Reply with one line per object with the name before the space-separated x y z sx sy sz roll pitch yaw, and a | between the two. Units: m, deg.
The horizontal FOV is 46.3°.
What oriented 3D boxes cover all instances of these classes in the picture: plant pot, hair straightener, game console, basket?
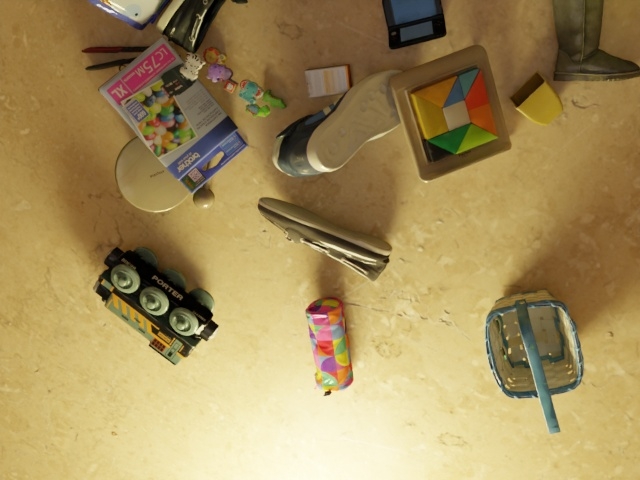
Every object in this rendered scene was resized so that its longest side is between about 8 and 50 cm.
plant pot | 0.460 -0.290 1.568 0.083 0.081 0.081 38 112 -16
hair straightener | -0.432 -0.404 1.724 0.230 0.047 0.089 -1 109 7
game console | 0.194 -0.467 1.562 0.122 0.107 0.071 -11 135 15
basket | 0.468 0.250 1.638 0.201 0.289 0.255 -14 103 10

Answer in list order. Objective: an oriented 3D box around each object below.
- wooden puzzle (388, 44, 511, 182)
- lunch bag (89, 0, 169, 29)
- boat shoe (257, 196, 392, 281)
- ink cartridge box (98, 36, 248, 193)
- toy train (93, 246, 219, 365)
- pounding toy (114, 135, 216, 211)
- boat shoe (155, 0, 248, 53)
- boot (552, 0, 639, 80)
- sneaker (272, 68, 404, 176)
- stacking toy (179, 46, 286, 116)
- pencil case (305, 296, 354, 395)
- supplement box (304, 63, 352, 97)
wooden puzzle | 0.280 -0.268 1.587 0.221 0.044 0.238 -22 103 -6
lunch bag | -0.417 -0.662 1.518 0.385 0.239 0.328 35 112 -30
boat shoe | 0.000 0.000 1.739 0.335 0.112 0.095 22 107 -1
ink cartridge box | -0.321 -0.274 1.677 0.186 0.065 0.311 -41 110 -6
toy train | -0.415 0.162 1.869 0.334 0.142 0.190 37 121 -3
pounding toy | -0.369 -0.164 1.774 0.237 0.110 0.183 2 100 -20
boat shoe | -0.208 -0.531 1.587 0.340 0.127 0.113 -41 98 22
boot | 0.558 -0.428 1.510 0.189 0.076 0.208 2 102 8
sneaker | 0.032 -0.257 1.638 0.236 0.323 0.130 5 134 57
stacking toy | -0.182 -0.345 1.624 0.221 0.167 0.052 31 111 0
pencil case | 0.020 0.259 1.834 0.104 0.104 0.236 -3 107 12
supplement box | 0.018 -0.352 1.652 0.098 0.036 0.062 -4 108 12
